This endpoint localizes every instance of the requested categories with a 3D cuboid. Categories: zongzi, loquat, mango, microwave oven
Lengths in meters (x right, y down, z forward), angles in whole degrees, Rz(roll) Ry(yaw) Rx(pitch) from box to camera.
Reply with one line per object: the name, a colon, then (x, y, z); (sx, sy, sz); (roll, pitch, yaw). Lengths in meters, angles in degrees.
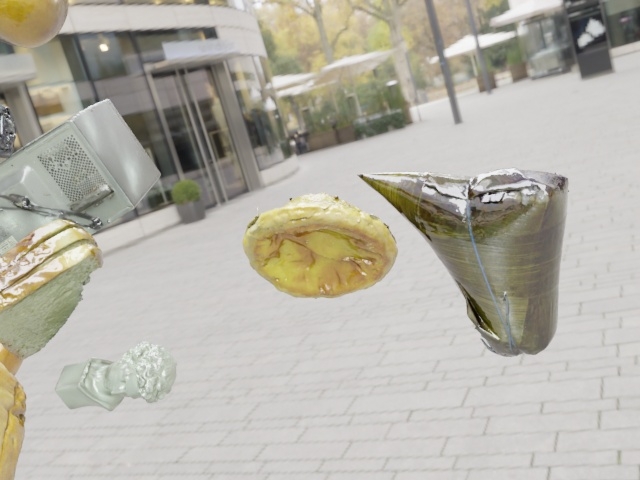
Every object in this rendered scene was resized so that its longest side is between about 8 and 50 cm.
zongzi: (0.290, 0.038, 1.449); (0.433, 0.403, 0.208); (6, 25, 26)
loquat: (-0.890, -0.748, 1.999); (0.359, 0.328, 0.328); (-55, 10, 4)
mango: (-0.771, 0.303, 1.628); (0.090, 0.178, 0.115); (20, -14, -1)
microwave oven: (-0.646, -0.104, 1.610); (0.432, 0.236, 0.374); (-30, 18, 8)

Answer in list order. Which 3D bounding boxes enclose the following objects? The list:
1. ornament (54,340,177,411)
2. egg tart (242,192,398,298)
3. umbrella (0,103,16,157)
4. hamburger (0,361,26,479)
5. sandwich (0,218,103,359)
ornament: (-0.419, 0.286, 1.427); (0.285, 0.120, 0.130); (-13, 41, 31)
egg tart: (0.001, 0.000, 1.501); (0.342, 0.341, 0.132); (-12, 47, 20)
umbrella: (-0.542, -0.141, 0.949); (0.224, 0.080, 0.071); (-11, -26, 2)
hamburger: (-0.521, 0.240, 0.933); (0.162, 0.329, 0.209); (-23, 20, 12)
sandwich: (-0.511, 0.097, 1.265); (0.254, 0.099, 0.288); (-39, -15, -18)
